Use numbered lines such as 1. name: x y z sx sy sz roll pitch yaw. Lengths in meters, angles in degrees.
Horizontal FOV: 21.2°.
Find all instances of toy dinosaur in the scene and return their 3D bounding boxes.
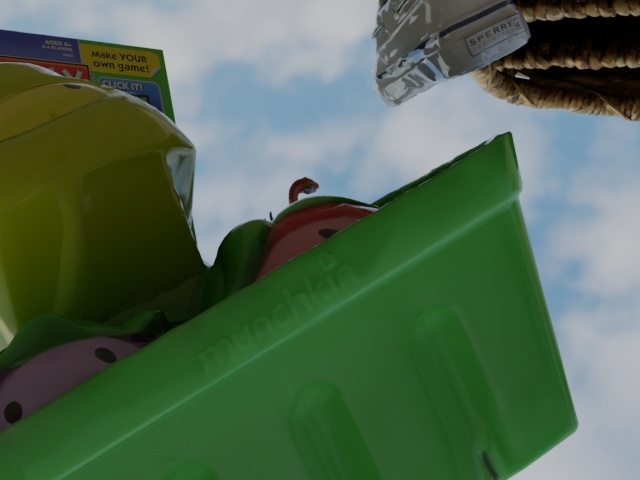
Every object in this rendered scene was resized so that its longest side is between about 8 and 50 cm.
1. toy dinosaur: 0.000 0.000 1.177 0.047 0.082 0.090 -27 -145 -15

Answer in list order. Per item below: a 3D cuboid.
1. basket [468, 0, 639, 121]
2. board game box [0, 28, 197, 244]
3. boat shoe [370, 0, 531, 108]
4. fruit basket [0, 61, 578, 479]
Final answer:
1. basket: 0.247 -0.168 1.268 0.299 0.214 0.223 2 -144 22
2. board game box: -0.264 -0.075 1.406 0.317 0.046 0.214 3 -117 -31
3. boat shoe: 0.073 -0.135 1.036 0.083 0.076 0.226 -25 -177 -11
4. fruit basket: -0.095 0.032 0.943 0.392 0.392 0.283 -37 -176 -27
